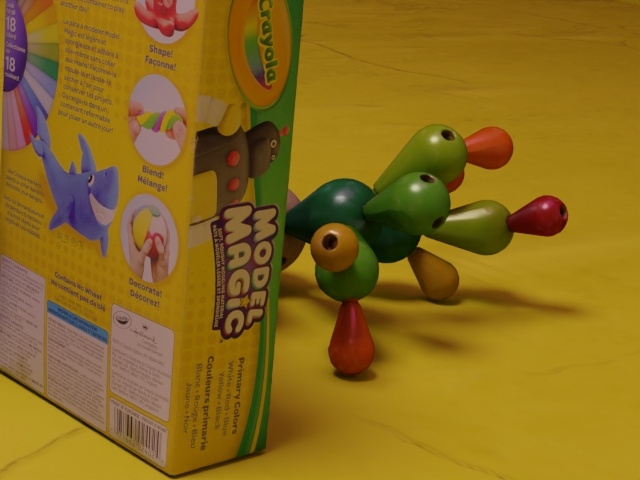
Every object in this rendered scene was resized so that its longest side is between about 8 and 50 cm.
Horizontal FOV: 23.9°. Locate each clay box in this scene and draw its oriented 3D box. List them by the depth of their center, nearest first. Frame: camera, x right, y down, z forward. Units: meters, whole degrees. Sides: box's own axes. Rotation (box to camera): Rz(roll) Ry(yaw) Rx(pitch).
[{"bbox_3d":[-0.069,-0.039,0.576,0.053,0.222,0.127,-8,21,-42],"label":"clay box"}]

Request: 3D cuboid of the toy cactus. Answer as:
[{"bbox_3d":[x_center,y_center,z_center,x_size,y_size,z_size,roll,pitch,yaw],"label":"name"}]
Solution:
[{"bbox_3d":[0.000,0.000,0.744,0.219,0.112,0.180,-12,5,-43],"label":"toy cactus"}]
